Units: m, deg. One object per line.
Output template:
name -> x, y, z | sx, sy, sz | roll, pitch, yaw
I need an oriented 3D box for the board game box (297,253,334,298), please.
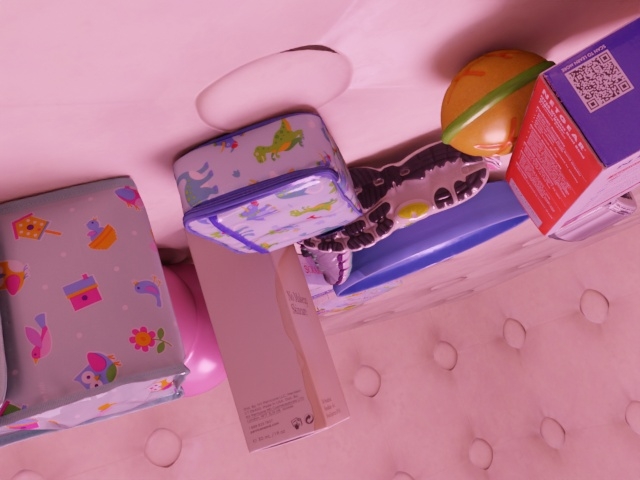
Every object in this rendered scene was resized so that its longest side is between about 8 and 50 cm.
board game box -> -0.150, 0.115, 1.382 | 0.319, 0.065, 0.318 | -23, 166, 20

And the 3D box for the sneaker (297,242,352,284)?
sneaker -> 0.000, 0.000, 1.070 | 0.098, 0.083, 0.223 | -5, 147, -9

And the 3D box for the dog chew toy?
dog chew toy -> -0.250, 0.122, 0.993 | 0.207, 0.206, 0.332 | -23, 159, 21

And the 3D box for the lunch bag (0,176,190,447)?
lunch bag -> -0.285, 0.079, 0.680 | 0.262, 0.223, 0.160 | -12, 160, -19

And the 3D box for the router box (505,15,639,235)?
router box -> 0.335, -0.139, 0.582 | 0.336, 0.082, 0.301 | -30, 168, 5

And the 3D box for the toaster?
toaster -> 0.515, -0.081, 1.354 | 0.146, 0.129, 0.227 | -32, 157, 35

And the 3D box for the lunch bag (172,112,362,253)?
lunch bag -> -0.055, -0.051, 0.764 | 0.176, 0.090, 0.219 | -17, 167, 7

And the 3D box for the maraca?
maraca -> 0.188, -0.141, 0.703 | 0.127, 0.099, 0.186 | -33, 176, 38

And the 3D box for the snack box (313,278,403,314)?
snack box -> 0.071, 0.122, 1.718 | 0.175, 0.070, 0.207 | -4, 159, -46

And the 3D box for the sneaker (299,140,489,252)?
sneaker -> 0.090, -0.050, 0.922 | 0.275, 0.107, 0.110 | -15, 176, 9

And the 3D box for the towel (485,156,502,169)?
towel -> 0.161, -0.086, 1.050 | 0.144, 0.029, 0.197 | -3, 161, -47

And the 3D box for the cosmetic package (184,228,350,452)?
cosmetic package -> -0.070, 0.118, 0.956 | 0.113, 0.309, 0.160 | -20, 168, 10

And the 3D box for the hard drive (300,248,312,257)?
hard drive -> 0.027, -0.007, 1.212 | 0.094, 0.022, 0.135 | -13, 166, -22

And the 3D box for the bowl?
bowl -> 0.196, -0.002, 1.287 | 0.391, 0.077, 0.391 | -21, 170, -4
